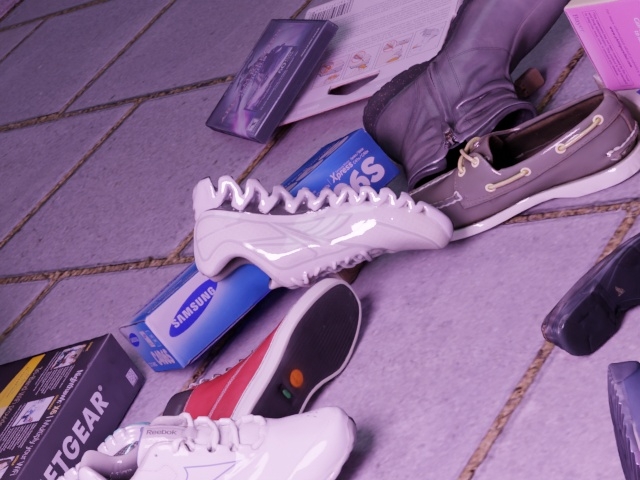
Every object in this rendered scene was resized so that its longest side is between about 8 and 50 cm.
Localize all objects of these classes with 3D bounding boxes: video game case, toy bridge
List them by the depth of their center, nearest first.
[{"bbox_3d":[0.207,-0.200,2.185,0.063,0.026,0.188,-42,27,-18],"label":"toy bridge"},{"bbox_3d":[-0.076,-0.237,2.477,0.196,0.026,0.274,-58,20,-4],"label":"video game case"}]

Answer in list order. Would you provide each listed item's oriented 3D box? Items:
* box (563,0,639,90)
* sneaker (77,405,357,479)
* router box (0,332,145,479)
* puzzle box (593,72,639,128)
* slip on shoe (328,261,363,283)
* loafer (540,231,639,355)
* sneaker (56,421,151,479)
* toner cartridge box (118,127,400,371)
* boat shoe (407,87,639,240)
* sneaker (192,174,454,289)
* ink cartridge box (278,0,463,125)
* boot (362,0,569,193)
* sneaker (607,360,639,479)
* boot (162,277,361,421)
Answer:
[{"bbox_3d":[0.428,-0.276,1.823,0.243,0.117,0.213,-3,37,50],"label":"box"},{"bbox_3d":[-0.105,0.223,1.640,0.297,0.129,0.111,-24,24,16],"label":"sneaker"},{"bbox_3d":[-0.370,0.254,1.957,0.243,0.081,0.309,-17,29,33],"label":"router box"},{"bbox_3d":[0.521,-0.235,1.840,0.409,0.052,0.272,-33,24,0],"label":"puzzle box"},{"bbox_3d":[0.043,0.004,1.973,0.041,0.051,0.135,-25,17,31],"label":"slip on shoe"},{"bbox_3d":[0.275,0.039,1.612,0.170,0.062,0.061,-38,20,-14],"label":"loafer"},{"bbox_3d":[-0.226,0.264,1.789,0.166,0.065,0.076,-43,62,24],"label":"sneaker"},{"bbox_3d":[-0.074,0.012,2.001,0.348,0.075,0.165,-42,6,-17],"label":"toner cartridge box"},{"bbox_3d":[0.208,-0.081,1.878,0.305,0.091,0.109,-20,27,26],"label":"boat shoe"},{"bbox_3d":[0.000,0.000,1.862,0.292,0.110,0.118,3,75,10],"label":"sneaker"},{"bbox_3d":[0.082,-0.266,2.413,0.296,0.066,0.261,-15,42,35],"label":"ink cartridge box"},{"bbox_3d":[0.214,-0.189,2.036,0.338,0.118,0.222,-48,30,8],"label":"boot"},{"bbox_3d":[0.305,0.183,1.277,0.131,0.112,0.319,-14,28,0],"label":"sneaker"},{"bbox_3d":[-0.072,0.137,1.820,0.176,0.088,0.244,-7,38,47],"label":"boot"}]
